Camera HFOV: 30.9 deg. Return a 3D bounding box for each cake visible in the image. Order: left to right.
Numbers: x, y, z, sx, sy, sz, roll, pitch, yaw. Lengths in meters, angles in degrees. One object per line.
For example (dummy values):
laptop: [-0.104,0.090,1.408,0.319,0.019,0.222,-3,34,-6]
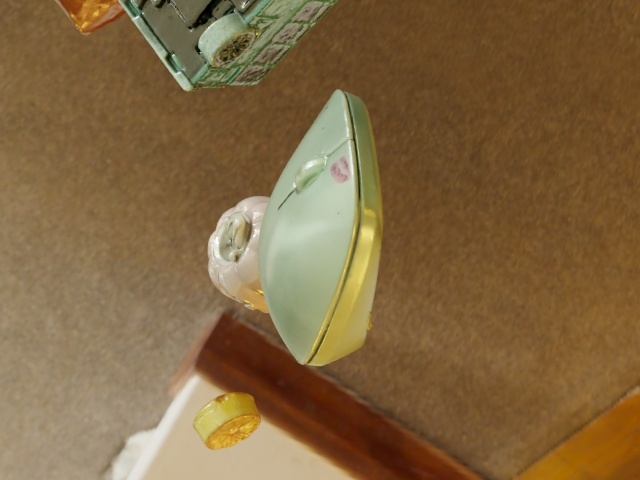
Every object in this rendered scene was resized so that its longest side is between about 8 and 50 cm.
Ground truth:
cake: [-0.117,0.223,1.445,0.044,0.084,0.084,59,142,31]

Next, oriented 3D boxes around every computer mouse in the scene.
computer mouse: [-0.006,0.001,1.005,0.097,0.159,0.288,-2,148,-3]

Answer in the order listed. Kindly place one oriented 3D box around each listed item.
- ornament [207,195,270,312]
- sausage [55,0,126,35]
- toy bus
ornament: [-0.092,0.018,1.778,0.177,0.177,0.177,12,131,14]
sausage: [-0.143,-0.298,1.062,0.113,0.259,0.113,51,170,13]
toy bus: [-0.034,-0.250,0.961,0.256,0.147,0.128,-42,77,26]
